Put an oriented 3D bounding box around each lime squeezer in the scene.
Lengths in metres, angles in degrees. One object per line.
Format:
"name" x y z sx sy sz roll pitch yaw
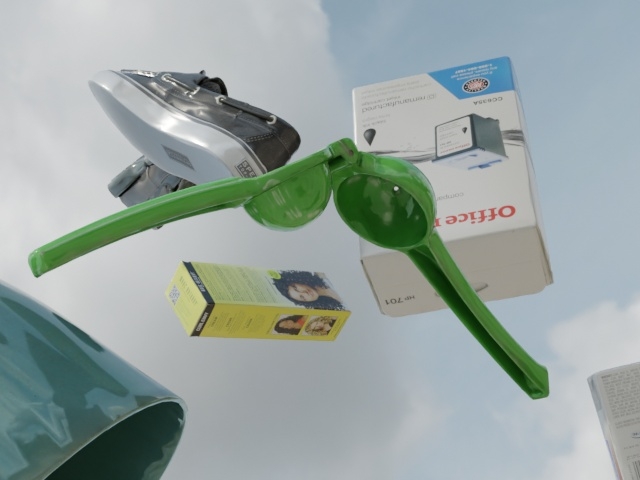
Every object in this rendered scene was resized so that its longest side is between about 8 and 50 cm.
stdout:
"lime squeezer" 0.000 0.000 0.595 0.310 0.059 0.110 17 -100 -35

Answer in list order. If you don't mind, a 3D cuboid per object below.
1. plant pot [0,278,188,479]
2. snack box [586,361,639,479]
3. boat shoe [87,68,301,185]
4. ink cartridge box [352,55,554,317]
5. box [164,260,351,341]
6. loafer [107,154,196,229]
"plant pot" -0.275 0.146 0.797 0.293 0.235 0.293 -47 -15 -16
"snack box" 0.231 0.079 0.596 0.178 0.064 0.022 -13 -16 -3
"boat shoe" -0.099 -0.099 0.922 0.076 0.228 0.080 -42 -50 -18
"ink cartridge box" 0.102 -0.046 0.942 0.139 0.190 0.082 -11 -43 11
"box" -0.077 0.079 1.496 0.232 0.087 0.058 4 -55 -40
"loafer" -0.154 -0.076 1.314 0.096 0.267 0.084 -40 -80 -29
